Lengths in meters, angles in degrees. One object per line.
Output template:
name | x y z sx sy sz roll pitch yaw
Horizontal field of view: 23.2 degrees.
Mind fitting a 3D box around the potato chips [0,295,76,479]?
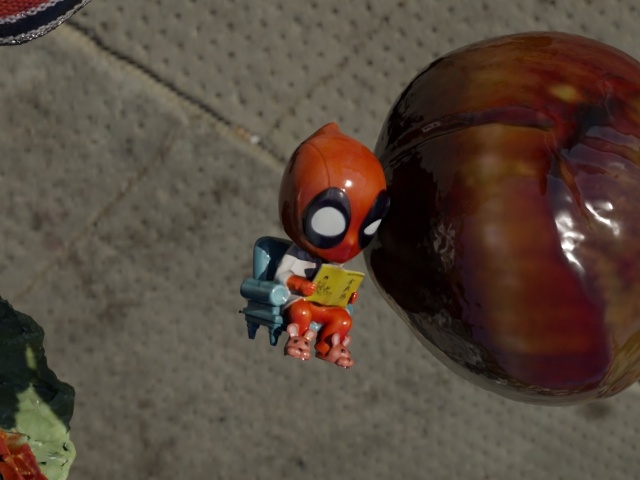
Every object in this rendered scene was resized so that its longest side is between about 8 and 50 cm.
potato chips | -0.409 0.187 1.232 0.429 0.358 0.070 7 165 -16

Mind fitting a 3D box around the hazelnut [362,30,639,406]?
hazelnut | 0.125 -0.015 0.959 0.229 0.229 0.229 -5 133 -5

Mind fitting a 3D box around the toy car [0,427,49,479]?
toy car | -0.156 0.175 0.903 0.054 0.143 0.073 -44 167 0

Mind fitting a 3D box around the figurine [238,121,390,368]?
figurine | 0.000 0.000 0.928 0.068 0.075 0.140 10 95 -37

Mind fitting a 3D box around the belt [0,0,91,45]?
belt | -0.152 -0.272 1.313 0.359 0.126 0.094 -24 154 -15
